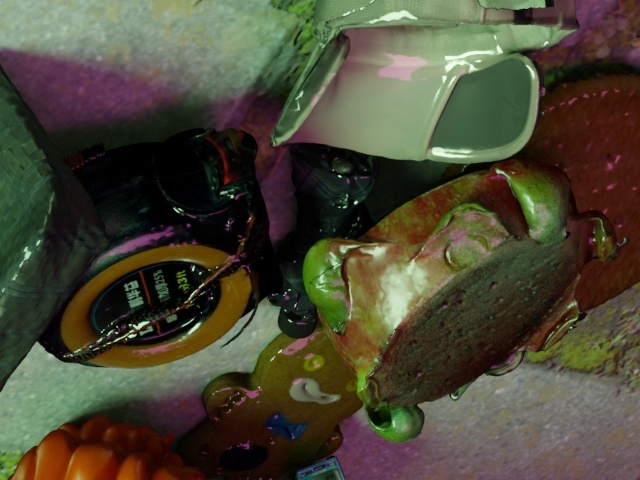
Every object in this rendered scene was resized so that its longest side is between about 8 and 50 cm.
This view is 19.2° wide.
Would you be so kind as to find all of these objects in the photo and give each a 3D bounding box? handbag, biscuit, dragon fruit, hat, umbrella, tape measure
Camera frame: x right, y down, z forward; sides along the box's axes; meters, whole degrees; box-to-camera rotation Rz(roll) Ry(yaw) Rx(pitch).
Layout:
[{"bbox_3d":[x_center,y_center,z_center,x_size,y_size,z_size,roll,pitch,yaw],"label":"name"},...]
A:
[{"bbox_3d":[-0.277,0.010,1.453,0.270,0.175,0.089,-52,156,21],"label":"handbag"},{"bbox_3d":[-0.031,0.159,1.820,0.180,0.039,0.236,26,114,-41],"label":"biscuit"},{"bbox_3d":[0.113,0.040,1.629,0.268,0.130,0.295,10,126,-52],"label":"dragon fruit"},{"bbox_3d":[0.068,-0.156,1.479,0.232,0.161,0.275,6,139,-31],"label":"hat"},{"bbox_3d":[0.003,0.000,1.663,0.071,0.080,0.224,-41,155,-41],"label":"umbrella"},{"bbox_3d":[-0.143,0.009,1.547,0.223,0.135,0.202,-20,147,-5],"label":"tape measure"},{"bbox_3d":[0.229,-0.037,1.759,0.305,0.038,0.305,-15,137,-14],"label":"biscuit"}]

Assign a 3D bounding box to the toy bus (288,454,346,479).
[{"bbox_3d":[-0.001,0.255,1.879,0.051,0.061,0.153,-22,166,-12],"label":"toy bus"}]

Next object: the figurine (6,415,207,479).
[{"bbox_3d":[-0.114,0.333,1.732,0.241,0.412,0.306,-57,180,-6],"label":"figurine"}]
